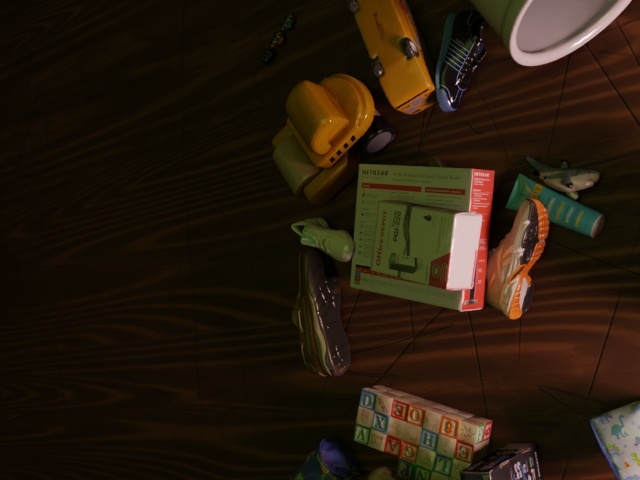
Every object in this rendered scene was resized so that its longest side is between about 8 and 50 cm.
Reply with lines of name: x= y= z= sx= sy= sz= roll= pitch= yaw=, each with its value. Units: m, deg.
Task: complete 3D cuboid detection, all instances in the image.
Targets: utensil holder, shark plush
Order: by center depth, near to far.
utensil holder: x=0.408 y=-0.602 z=1.489 sx=0.327 sy=0.327 sz=0.385 roll=-43 pitch=64 yaw=25
shark plush: x=0.509 y=-0.140 z=1.578 sx=0.067 sy=0.073 sz=0.161 roll=-56 pitch=37 yaw=-3

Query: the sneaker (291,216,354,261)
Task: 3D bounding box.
sneaker: x=0.000 y=0.000 z=1.835 sx=0.212 sy=0.094 sz=0.080 roll=31 pitch=117 yaw=55

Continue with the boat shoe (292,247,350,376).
boat shoe: x=-0.019 y=0.184 z=1.866 sx=0.120 sy=0.122 sz=0.324 roll=-16 pitch=78 yaw=36

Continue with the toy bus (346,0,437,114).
toy bus: x=0.174 y=-0.473 z=1.756 sx=0.108 sy=0.130 sz=0.333 roll=-28 pitch=73 yaw=31

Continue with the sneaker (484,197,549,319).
sneaker: x=0.398 y=0.030 z=1.590 sx=0.121 sy=0.099 sz=0.262 roll=25 pitch=110 yaw=43

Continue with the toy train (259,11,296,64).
toy train: x=-0.113 y=-0.546 z=2.019 sx=0.036 sy=0.027 sz=0.158 roll=45 pitch=112 yaw=24

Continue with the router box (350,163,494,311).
router box: x=0.220 y=-0.017 z=1.679 sx=0.335 sy=0.082 sz=0.301 roll=10 pitch=97 yaw=47

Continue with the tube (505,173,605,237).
tube: x=0.494 y=-0.069 z=1.573 sx=0.207 sy=0.052 sz=0.080 roll=29 pitch=99 yaw=37

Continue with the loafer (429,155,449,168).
loafer: x=0.282 y=-0.127 z=1.711 sx=0.050 sy=0.056 sz=0.148 roll=-30 pitch=71 yaw=23

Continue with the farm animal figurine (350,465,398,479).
farm animal figurine: x=0.243 y=0.630 z=1.584 sx=0.327 sy=0.172 sz=0.330 roll=17 pitch=143 yaw=51

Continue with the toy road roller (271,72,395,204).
toy road roller: x=-0.009 y=-0.259 z=1.804 sx=0.329 sy=0.240 sz=0.202 roll=-43 pitch=65 yaw=25

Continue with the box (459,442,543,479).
box: x=0.378 y=0.573 z=1.469 sx=0.073 sy=0.293 sz=0.295 roll=-12 pitch=81 yaw=34

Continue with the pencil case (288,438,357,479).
pencil case: x=-0.030 y=0.636 z=1.848 sx=0.306 sy=0.119 sz=0.133 roll=-56 pitch=32 yaw=20

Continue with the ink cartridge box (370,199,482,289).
ink cartridge box: x=0.215 y=0.006 z=1.556 sx=0.218 sy=0.092 sz=0.159 roll=13 pitch=100 yaw=49

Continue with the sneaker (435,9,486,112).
sneaker: x=0.322 y=-0.406 z=1.682 sx=0.090 sy=0.081 sz=0.232 roll=7 pitch=92 yaw=40

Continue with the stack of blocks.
stack of blocks: x=0.226 y=0.456 z=1.702 sx=0.297 sy=0.087 sz=0.171 roll=12 pitch=95 yaw=34

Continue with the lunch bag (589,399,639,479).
lunch bag: x=0.616 y=0.394 z=1.434 sx=0.129 sy=0.096 sz=0.151 roll=-32 pitch=61 yaw=29
